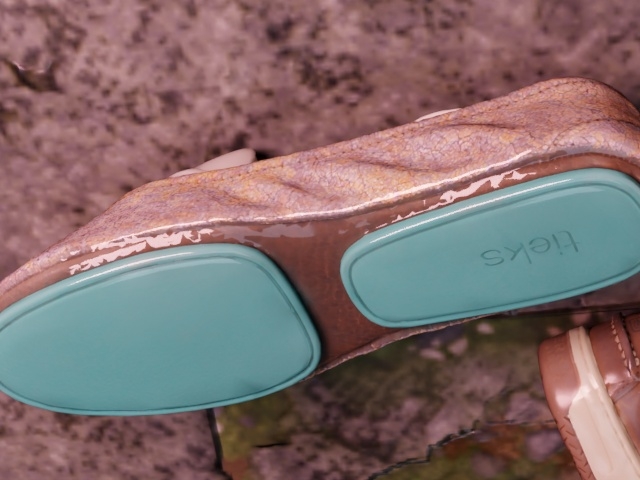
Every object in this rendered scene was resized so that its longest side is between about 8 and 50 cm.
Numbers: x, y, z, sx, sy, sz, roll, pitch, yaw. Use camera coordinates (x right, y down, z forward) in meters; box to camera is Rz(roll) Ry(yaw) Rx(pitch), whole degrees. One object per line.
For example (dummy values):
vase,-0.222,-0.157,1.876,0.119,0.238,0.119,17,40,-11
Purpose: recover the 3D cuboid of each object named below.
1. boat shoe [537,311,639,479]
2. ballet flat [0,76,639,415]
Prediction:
boat shoe,0.196,0.143,0.872,0.095,0.095,0.257,-23,117,11
ballet flat,0.000,0.000,0.788,0.316,0.106,0.108,-11,127,12
